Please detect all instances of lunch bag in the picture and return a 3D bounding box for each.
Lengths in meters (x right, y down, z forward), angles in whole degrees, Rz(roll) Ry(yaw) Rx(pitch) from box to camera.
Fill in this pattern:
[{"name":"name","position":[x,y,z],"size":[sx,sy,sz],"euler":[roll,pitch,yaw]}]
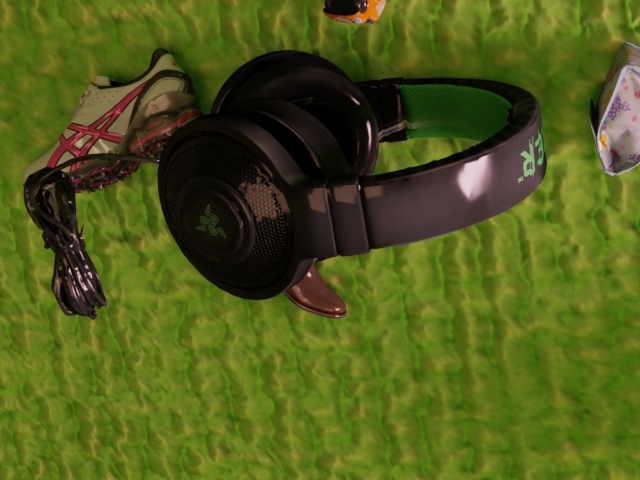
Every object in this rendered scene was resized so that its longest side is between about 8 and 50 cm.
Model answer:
[{"name":"lunch bag","position":[0.226,-0.096,0.831],"size":[0.053,0.071,0.083],"euler":[19,118,5]}]

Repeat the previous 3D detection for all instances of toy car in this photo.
[{"name":"toy car","position":[0.066,-0.186,0.847],"size":[0.122,0.060,0.040],"euler":[-4,145,24]}]

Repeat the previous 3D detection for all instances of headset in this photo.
[{"name":"headset","position":[-0.032,-0.030,0.832],"size":[0.394,0.243,0.185],"euler":[-3,113,14]}]

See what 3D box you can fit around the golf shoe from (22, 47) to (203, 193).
[{"name":"golf shoe","position":[-0.182,-0.094,0.960],"size":[0.186,0.067,0.086],"euler":[-24,82,22]}]

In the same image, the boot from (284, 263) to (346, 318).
[{"name":"boot","position":[0.000,0.000,0.963],"size":[0.106,0.037,0.114],"euler":[30,114,-2]}]
